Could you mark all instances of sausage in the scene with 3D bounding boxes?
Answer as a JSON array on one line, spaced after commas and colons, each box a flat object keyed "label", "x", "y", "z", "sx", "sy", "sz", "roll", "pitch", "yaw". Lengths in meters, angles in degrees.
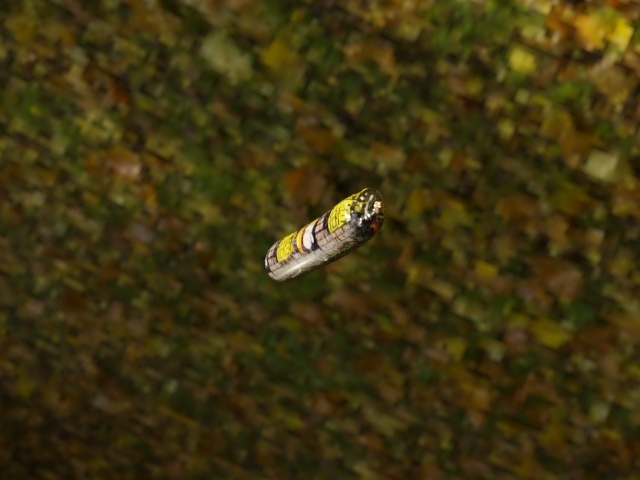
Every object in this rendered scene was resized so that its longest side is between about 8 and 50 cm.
[{"label": "sausage", "x": 0.000, "y": 0.000, "z": 0.959, "sx": 0.025, "sy": 0.028, "sz": 0.198, "roll": 7, "pitch": 170, "yaw": -15}]
